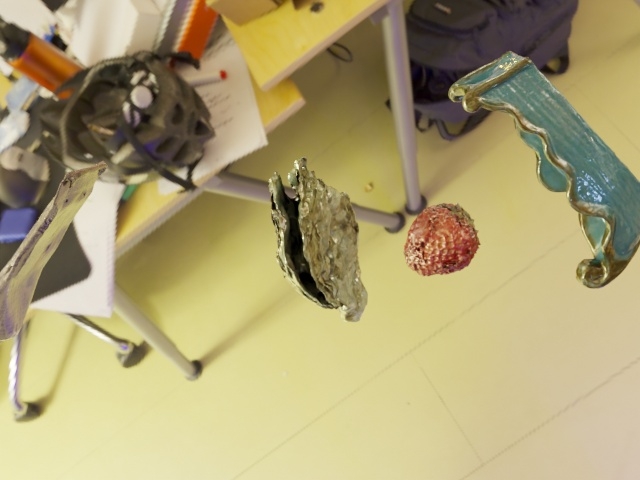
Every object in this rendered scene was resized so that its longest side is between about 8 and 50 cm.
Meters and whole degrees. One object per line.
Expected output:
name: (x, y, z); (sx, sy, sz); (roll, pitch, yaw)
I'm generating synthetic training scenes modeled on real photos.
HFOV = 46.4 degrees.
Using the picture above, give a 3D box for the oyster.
oyster: (0.000, 0.000, 1.097); (0.112, 0.268, 0.199); (-13, 62, 12)

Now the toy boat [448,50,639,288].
toy boat: (0.162, -0.046, 0.523); (0.077, 0.185, 0.075); (-44, 17, 13)

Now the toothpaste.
toothpaste: (-0.330, 0.032, 0.828); (0.282, 0.068, 0.099); (-54, 34, 13)

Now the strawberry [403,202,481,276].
strawberry: (0.135, 0.001, 0.853); (0.096, 0.083, 0.083); (-53, 54, 33)
